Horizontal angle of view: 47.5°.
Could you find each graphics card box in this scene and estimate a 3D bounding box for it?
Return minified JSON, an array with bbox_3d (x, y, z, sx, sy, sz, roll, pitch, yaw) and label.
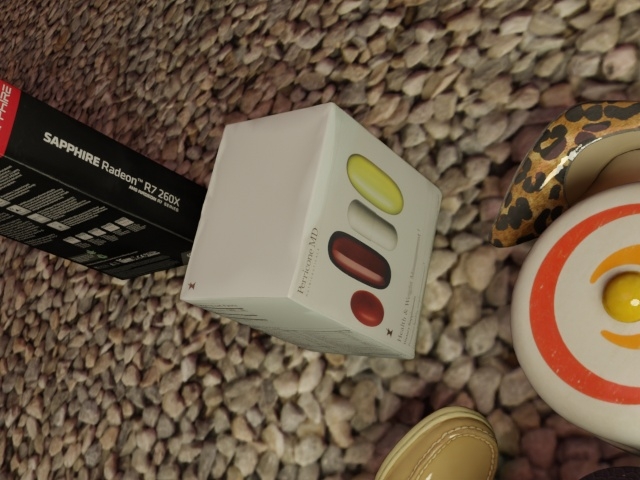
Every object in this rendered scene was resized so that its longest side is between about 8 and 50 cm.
[{"bbox_3d":[-0.327,-0.057,0.943,0.232,0.370,0.094,-14,60,37],"label":"graphics card box"}]

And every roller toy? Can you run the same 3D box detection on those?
[{"bbox_3d":[0.249,0.059,0.535,0.209,0.146,0.191,-19,58,33],"label":"roller toy"}]

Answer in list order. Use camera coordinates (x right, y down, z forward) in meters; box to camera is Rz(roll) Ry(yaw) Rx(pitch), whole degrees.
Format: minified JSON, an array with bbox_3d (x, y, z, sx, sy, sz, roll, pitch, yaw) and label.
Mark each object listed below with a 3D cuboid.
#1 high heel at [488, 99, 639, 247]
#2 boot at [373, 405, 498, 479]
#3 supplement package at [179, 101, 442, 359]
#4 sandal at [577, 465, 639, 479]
[{"bbox_3d":[0.276,-0.049,0.600,0.261,0.093,0.186,-41,40,6],"label":"high heel"},{"bbox_3d":[0.080,0.275,0.550,0.262,0.095,0.203,-59,13,7],"label":"boot"},{"bbox_3d":[0.000,0.000,0.745,0.149,0.203,0.194,-4,67,40],"label":"supplement package"},{"bbox_3d":[0.199,0.285,0.539,0.097,0.054,0.255,22,94,52],"label":"sandal"}]
